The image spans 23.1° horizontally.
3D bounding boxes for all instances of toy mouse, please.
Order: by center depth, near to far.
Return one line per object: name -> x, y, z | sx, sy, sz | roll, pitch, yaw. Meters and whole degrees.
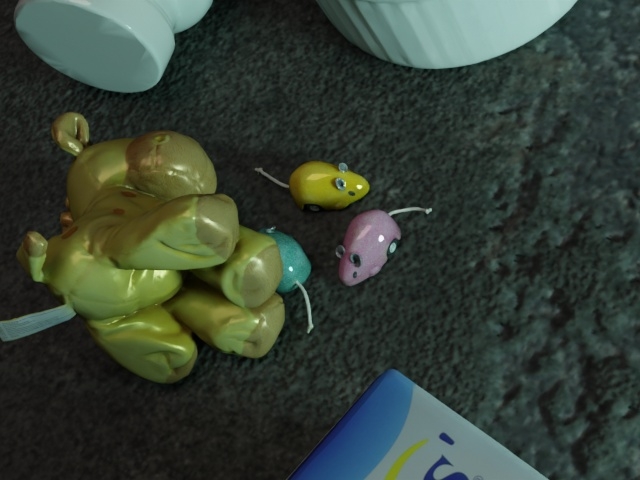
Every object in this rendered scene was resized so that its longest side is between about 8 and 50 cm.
toy mouse -> 0.000, 0.000, 1.184 | 0.161, 0.031, 0.143 | 3, 61, 24

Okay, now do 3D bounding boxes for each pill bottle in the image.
pill bottle -> -0.149, -0.277, 1.337 | 0.162, 0.162, 0.278 | 7, 63, 26

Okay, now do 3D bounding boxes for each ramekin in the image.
ramekin -> 0.098, -0.270, 1.248 | 0.277, 0.135, 0.277 | -11, 56, 16

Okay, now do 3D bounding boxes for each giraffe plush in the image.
giraffe plush -> -0.134, -0.010, 1.169 | 0.210, 0.181, 0.170 | -3, 45, 1

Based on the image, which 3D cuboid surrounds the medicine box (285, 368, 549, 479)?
medicine box -> 0.075, 0.270, 0.914 | 0.289, 0.149, 0.263 | 34, 77, 34
